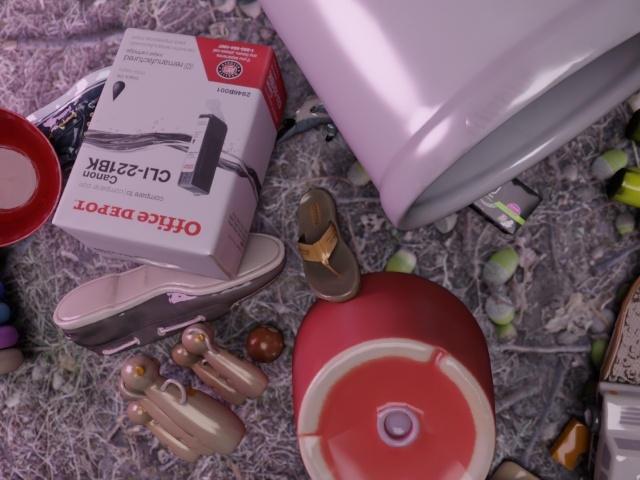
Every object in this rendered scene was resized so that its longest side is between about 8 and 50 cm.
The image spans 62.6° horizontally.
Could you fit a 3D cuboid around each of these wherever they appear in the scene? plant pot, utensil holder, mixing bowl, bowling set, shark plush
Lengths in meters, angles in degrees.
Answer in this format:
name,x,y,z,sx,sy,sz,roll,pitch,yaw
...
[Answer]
name,x,y,z,sx,sy,sz,roll,pitch,yaw
plant pot,0.085,0.180,0.629,0.275,0.243,0.275,0,93,6
utensil holder,0.115,-0.258,0.534,0.327,0.327,0.385,-32,78,7
mixing bowl,-0.436,-0.084,0.700,0.181,0.098,0.181,-2,96,-18
bowling set,-0.160,0.173,0.710,0.154,0.287,0.200,38,54,-5
shark plush,0.008,-0.162,0.712,0.161,0.073,0.067,-27,121,3

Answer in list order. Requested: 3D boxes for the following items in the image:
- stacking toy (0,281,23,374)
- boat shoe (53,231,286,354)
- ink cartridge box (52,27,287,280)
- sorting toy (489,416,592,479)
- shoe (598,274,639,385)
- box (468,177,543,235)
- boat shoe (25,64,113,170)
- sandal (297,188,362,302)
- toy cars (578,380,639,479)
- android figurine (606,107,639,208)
name,x,y,z,sx,sy,sz,roll,pitch,yaw
stacking toy,-0.524,0.035,0.751,0.141,0.141,0.330,-11,86,7
boat shoe,-0.197,0.077,0.734,0.335,0.112,0.095,-16,131,7
ink cartridge box,-0.174,-0.107,0.655,0.197,0.114,0.273,11,75,9
sorting toy,0.325,0.408,0.724,0.229,0.041,0.307,33,96,8
shoe,0.422,0.119,0.688,0.076,0.058,0.219,27,92,24
box,0.234,-0.055,0.693,0.083,0.052,0.062,38,97,4
boat shoe,-0.324,-0.170,0.743,0.183,0.065,0.083,-27,95,14
sandal,0.000,0.000,0.681,0.072,0.049,0.180,-23,57,15
toy cars,0.303,0.345,0.646,0.176,0.087,0.393,43,103,2
android figurine,0.504,-0.065,0.640,0.273,0.056,0.248,18,83,6
